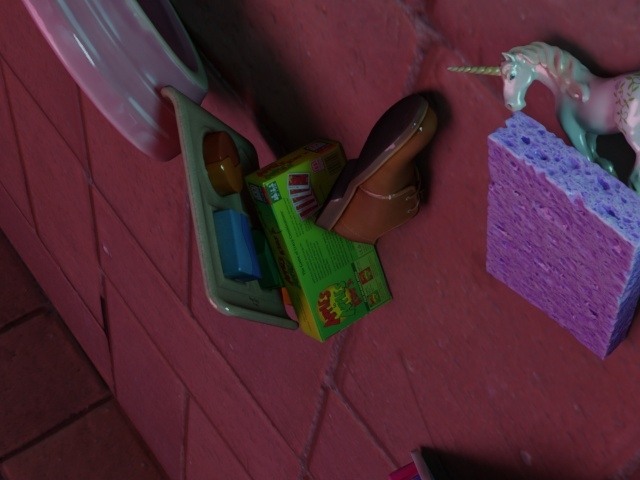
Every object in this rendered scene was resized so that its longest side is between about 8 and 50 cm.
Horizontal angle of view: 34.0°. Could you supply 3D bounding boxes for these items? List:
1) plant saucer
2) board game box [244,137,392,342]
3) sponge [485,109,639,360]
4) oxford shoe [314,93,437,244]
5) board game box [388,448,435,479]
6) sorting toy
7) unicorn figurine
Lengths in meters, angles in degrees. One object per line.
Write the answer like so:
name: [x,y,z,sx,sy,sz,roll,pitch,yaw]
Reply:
plant saucer: [-0.215,-0.241,1.078,0.332,0.084,0.332,58,-172,-12]
board game box: [0.000,0.000,1.050,0.043,0.092,0.181,21,136,57]
sponge: [0.166,0.005,0.718,0.117,0.031,0.210,41,166,23]
oxford shoe: [0.063,-0.057,0.913,0.076,0.076,0.212,29,153,-4]
board game box: [0.187,0.429,1.036,0.389,0.050,0.390,61,-179,-3]
sorting toy: [-0.066,-0.020,1.082,0.307,0.041,0.229,28,-135,-72]
unicorn figurine: [0.174,-0.078,0.665,0.162,0.060,0.111,-4,109,48]
